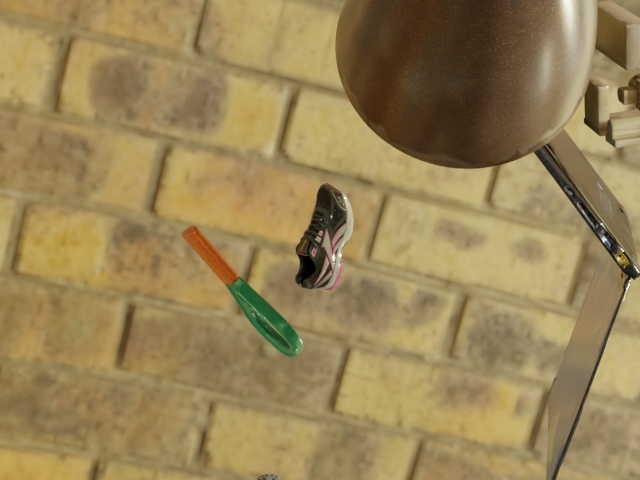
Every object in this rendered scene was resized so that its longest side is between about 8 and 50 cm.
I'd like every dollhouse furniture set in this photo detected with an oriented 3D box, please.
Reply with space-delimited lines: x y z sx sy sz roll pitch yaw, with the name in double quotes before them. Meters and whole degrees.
"dollhouse furniture set" 0.376 -0.191 1.615 0.123 0.151 0.144 -8 22 -7

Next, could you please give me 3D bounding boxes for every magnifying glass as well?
"magnifying glass" -0.103 0.071 1.912 0.231 0.026 0.092 52 -18 -20

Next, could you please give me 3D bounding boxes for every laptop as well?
"laptop" 0.246 0.021 1.719 0.408 0.236 0.382 53 14 -3

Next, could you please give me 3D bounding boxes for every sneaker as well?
"sneaker" 0.000 0.000 2.289 0.077 0.178 0.072 -10 20 -41

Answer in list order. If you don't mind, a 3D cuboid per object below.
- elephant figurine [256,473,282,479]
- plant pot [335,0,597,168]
"elephant figurine" -0.017 0.332 1.353 0.186 0.239 0.169 5 -19 17
"plant pot" 0.122 -0.194 1.094 0.215 0.215 0.230 15 -16 3
